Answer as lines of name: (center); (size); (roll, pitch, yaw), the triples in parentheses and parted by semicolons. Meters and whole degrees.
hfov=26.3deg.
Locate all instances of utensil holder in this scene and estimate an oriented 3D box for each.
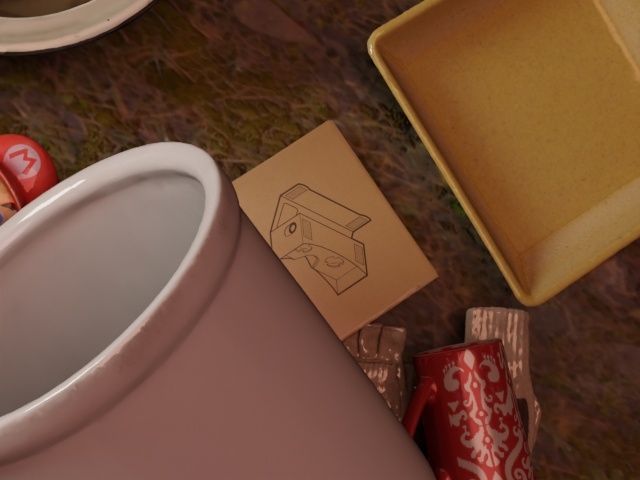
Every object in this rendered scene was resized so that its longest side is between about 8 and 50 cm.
utensil holder: (-0.116, 0.166, 1.175); (0.327, 0.327, 0.385); (-44, 120, -14)

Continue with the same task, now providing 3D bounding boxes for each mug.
mug: (0.145, 0.190, 1.354); (0.113, 0.150, 0.169); (-11, 87, 29)

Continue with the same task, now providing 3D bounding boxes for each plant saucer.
plant saucer: (0.253, -0.147, 1.478); (0.333, 0.081, 0.332); (-32, 93, -15)

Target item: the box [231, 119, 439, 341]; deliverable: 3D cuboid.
box: (0.000, 0.000, 1.413); (0.164, 0.021, 0.201); (-33, 85, -15)

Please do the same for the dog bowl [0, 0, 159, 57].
dog bowl: (-0.309, -0.363, 1.312); (0.408, 0.150, 0.408); (1, 86, -15)

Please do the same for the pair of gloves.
pair of gloves: (0.117, 0.177, 1.436); (0.240, 0.042, 0.204); (-6, 91, -13)

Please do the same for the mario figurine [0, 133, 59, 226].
mario figurine: (-0.381, 0.013, 1.248); (0.320, 0.170, 0.198); (-38, 130, -7)
